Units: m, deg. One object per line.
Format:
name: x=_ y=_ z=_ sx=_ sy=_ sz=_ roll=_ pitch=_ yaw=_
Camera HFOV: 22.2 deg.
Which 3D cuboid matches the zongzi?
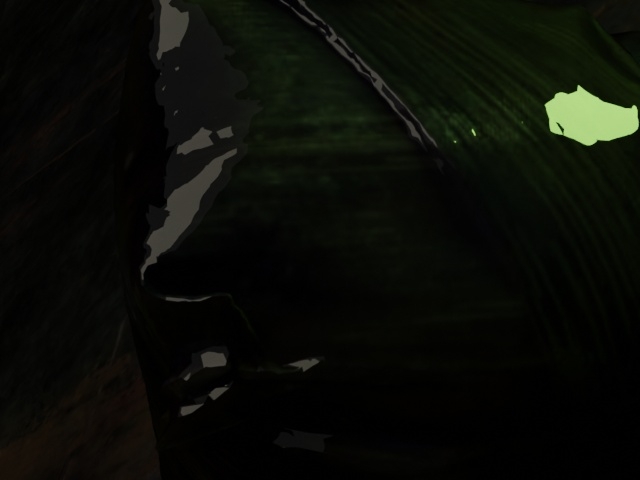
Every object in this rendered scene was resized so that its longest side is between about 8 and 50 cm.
zongzi: x=0.140 y=0.062 z=0.683 sx=0.403 sy=0.432 sz=0.208 roll=94 pitch=168 yaw=-54
